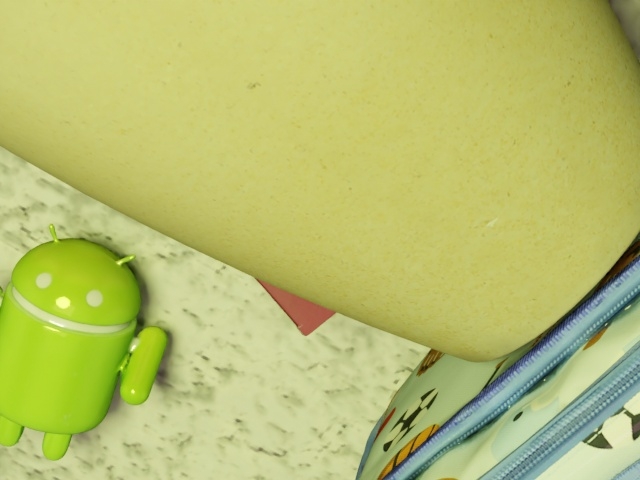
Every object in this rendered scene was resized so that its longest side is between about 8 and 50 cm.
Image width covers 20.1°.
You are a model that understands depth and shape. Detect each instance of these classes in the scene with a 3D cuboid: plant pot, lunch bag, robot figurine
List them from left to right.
[{"bbox_3d":[-0.129,0.050,0.901,0.101,0.067,0.115,19,109,-4],"label":"robot figurine"},{"bbox_3d":[0.002,-0.086,0.719,0.274,0.256,0.256,40,111,-11],"label":"plant pot"},{"bbox_3d":[0.135,0.055,0.748,0.115,0.243,0.303,44,111,-3],"label":"lunch bag"}]

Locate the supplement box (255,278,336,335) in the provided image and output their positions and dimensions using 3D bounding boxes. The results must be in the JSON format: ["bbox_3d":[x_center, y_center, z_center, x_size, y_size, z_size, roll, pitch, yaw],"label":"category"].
[{"bbox_3d":[0.000,0.000,0.847,0.043,0.083,0.055,-38,96,23],"label":"supplement box"}]
